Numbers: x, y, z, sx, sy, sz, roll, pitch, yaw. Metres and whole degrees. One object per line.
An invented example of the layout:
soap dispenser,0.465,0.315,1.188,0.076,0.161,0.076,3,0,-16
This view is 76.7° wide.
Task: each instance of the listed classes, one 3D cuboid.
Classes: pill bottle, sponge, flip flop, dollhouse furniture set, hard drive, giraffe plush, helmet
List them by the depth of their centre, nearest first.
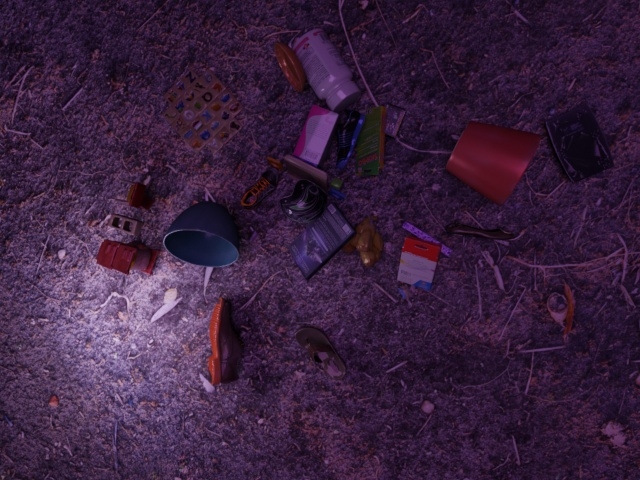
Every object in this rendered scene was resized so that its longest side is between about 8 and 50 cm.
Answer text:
hard drive,0.957,-0.358,1.509,0.172,0.054,0.254,-24,90,9
pill bottle,0.024,-0.650,1.568,0.161,0.160,0.282,-33,88,9
sponge,0.410,-0.011,1.577,0.210,0.117,0.031,33,99,5
giraffe plush,0.137,-0.005,1.607,0.171,0.181,0.210,-5,104,29
helmet,-0.069,-0.147,1.614,0.170,0.169,0.161,30,81,5
flip flop,0.003,0.472,1.685,0.112,0.080,0.277,-39,88,9
dollhouse furniture set,-0.770,-0.049,1.708,0.152,0.201,0.373,18,90,7

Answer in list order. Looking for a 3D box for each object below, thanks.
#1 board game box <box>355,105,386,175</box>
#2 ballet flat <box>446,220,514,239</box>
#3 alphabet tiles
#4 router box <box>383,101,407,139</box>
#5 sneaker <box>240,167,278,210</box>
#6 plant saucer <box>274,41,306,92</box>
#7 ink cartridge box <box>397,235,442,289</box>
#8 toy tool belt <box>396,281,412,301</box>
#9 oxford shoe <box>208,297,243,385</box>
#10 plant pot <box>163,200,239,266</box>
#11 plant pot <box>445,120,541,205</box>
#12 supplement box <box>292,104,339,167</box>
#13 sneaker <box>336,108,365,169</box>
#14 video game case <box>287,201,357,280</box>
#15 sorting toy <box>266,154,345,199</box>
board game box,0.196,-0.386,1.591,0.124,0.039,0.258,7,94,49
ballet flat,0.619,-0.038,1.569,0.250,0.084,0.058,6,96,13
alphabet tiles,-0.501,-0.550,1.725,0.285,0.011,0.342,-42,87,8
router box,0.277,-0.475,1.605,0.092,0.038,0.122,23,97,7
sneaker,-0.251,-0.210,1.675,0.084,0.083,0.214,39,97,5
plant saucer,-0.113,-0.675,1.571,0.037,0.200,0.199,-34,89,-6
ink cartridge box,0.377,0.070,1.533,0.134,0.078,0.230,18,136,19
toy tool belt,0.330,0.202,1.636,0.051,0.052,0.083,-30,89,0
oxford shoe,-0.403,0.427,1.739,0.133,0.130,0.362,3,87,-25
plant pot,-0.462,-0.043,1.644,0.291,0.290,0.195,-1,57,8
plant pot,0.612,-0.299,1.474,0.243,0.275,0.274,28,97,15
supplement box,-0.013,-0.408,1.614,0.111,0.114,0.219,24,98,7
sneaker,0.094,-0.400,1.598,0.091,0.081,0.232,20,108,-5
video game case,0.000,0.000,1.613,0.274,0.026,0.196,-46,48,15
sorting toy,-0.050,-0.268,1.596,0.348,0.196,0.047,26,79,5
